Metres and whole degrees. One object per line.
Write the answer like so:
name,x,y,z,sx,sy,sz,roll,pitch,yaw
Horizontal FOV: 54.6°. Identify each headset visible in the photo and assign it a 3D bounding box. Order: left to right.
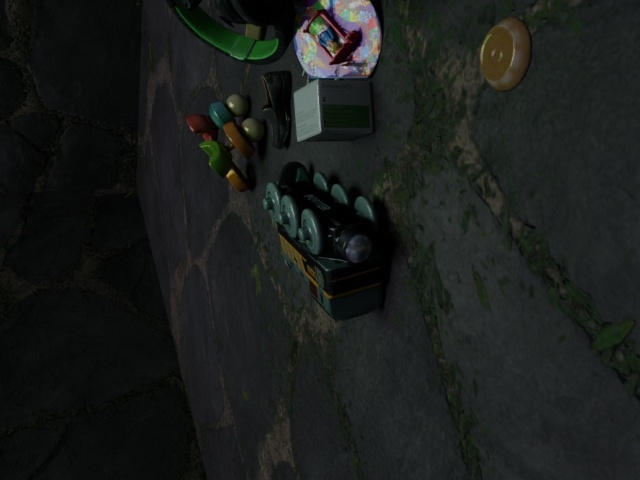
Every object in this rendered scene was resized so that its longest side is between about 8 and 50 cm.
headset,-0.181,-0.412,1.003,0.185,0.243,0.394,-63,-17,-18

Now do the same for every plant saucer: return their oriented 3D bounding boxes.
plant saucer,0.208,-0.214,0.714,0.083,0.015,0.083,175,90,-67

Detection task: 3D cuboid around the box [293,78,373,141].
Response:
box,0.021,-0.214,1.034,0.102,0.101,0.087,177,89,-65

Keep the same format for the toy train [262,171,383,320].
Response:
toy train,0.000,0.000,1.095,0.334,0.142,0.190,-141,41,-59

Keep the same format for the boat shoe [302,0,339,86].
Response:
boat shoe,0.001,-0.345,1.084,0.254,0.079,0.095,110,146,-44

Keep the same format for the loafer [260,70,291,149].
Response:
loafer,-0.102,-0.284,1.354,0.062,0.061,0.170,-155,62,-62

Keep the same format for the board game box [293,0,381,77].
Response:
board game box,0.017,-0.327,0.998,0.168,0.033,0.133,9,115,32

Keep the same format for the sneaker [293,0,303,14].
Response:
sneaker,-0.008,-0.491,1.078,0.104,0.095,0.236,-108,31,-43

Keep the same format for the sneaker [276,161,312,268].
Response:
sneaker,-0.067,-0.055,1.296,0.098,0.083,0.224,-148,56,-67

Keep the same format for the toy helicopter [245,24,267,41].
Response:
toy helicopter,-0.118,-0.536,1.219,0.355,0.140,0.235,106,175,-61

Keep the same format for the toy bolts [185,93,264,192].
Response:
toy bolts,-0.213,-0.263,1.591,0.228,0.158,0.218,57,-174,31
